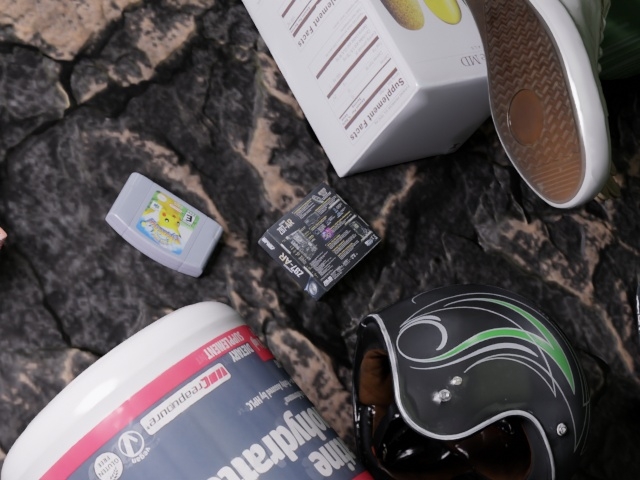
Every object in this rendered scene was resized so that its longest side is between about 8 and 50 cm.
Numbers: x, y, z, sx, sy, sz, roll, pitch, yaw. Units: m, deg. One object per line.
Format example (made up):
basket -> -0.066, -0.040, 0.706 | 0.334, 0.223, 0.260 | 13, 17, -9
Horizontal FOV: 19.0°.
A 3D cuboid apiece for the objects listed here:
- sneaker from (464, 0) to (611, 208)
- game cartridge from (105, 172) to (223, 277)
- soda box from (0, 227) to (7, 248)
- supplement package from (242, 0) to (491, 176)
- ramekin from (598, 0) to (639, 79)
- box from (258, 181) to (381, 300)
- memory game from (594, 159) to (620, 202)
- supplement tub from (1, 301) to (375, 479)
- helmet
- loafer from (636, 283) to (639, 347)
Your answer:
sneaker -> 0.192, -0.157, 1.488 | 0.123, 0.106, 0.290 | 2, 60, -30
game cartridge -> -0.117, -0.010, 1.435 | 0.083, 0.017, 0.056 | 32, 51, -9
soda box -> -0.302, -0.041, 1.310 | 0.183, 0.058, 0.063 | 47, 47, 6
supplement package -> 0.041, -0.196, 1.584 | 0.139, 0.134, 0.244 | -15, 68, -38
ramekin -> 0.271, -0.295, 1.753 | 0.303, 0.148, 0.303 | 17, 61, -33
box -> 0.000, 0.000, 1.499 | 0.067, 0.018, 0.083 | 44, 47, 3
memory game -> 0.201, -0.108, 1.654 | 0.186, 0.012, 0.186 | 44, 23, -24
supplement tub -> -0.053, 0.193, 1.210 | 0.272, 0.191, 0.191 | 50, 47, 8
helmet -> 0.115, 0.115, 1.393 | 0.162, 0.169, 0.169 | -1, 58, -14
loafer -> 0.299, 0.124, 1.561 | 0.078, 0.076, 0.223 | 8, 59, -37
